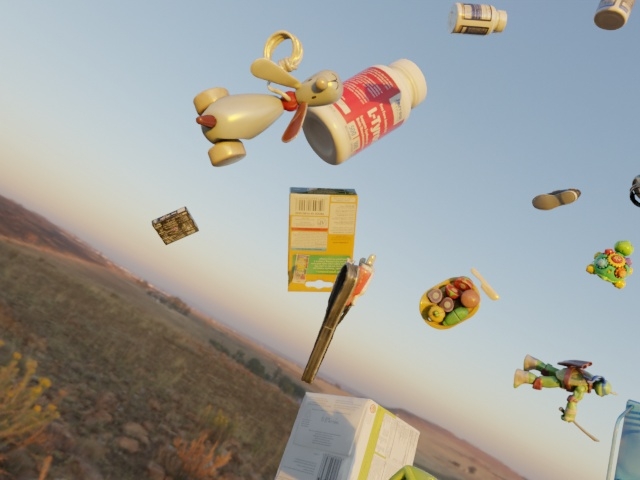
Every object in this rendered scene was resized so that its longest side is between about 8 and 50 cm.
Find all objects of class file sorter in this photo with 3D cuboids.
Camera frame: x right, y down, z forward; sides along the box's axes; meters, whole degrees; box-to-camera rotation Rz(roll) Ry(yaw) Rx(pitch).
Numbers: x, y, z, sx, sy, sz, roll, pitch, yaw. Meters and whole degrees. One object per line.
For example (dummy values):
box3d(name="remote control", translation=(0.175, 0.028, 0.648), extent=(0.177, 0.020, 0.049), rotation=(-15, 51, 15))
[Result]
box3d(name="file sorter", translation=(0.448, 0.286, 0.579), extent=(0.170, 0.118, 0.105), rotation=(10, 4, 42))

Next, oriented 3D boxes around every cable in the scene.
box3d(name="cable", translation=(0.041, 0.152, 0.945), extent=(0.072, 0.286, 0.139), rotation=(19, -8, 0))

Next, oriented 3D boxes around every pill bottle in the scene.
box3d(name="pill bottle", translation=(0.754, -0.611, 1.220), extent=(0.078, 0.137, 0.078), rotation=(27, -8, 4))
box3d(name="pill bottle", translation=(0.360, -0.506, 1.109), extent=(0.120, 0.066, 0.067), rotation=(1, -11, -8))
box3d(name="pill bottle", translation=(0.153, -0.446, 1.634), extent=(0.229, 0.408, 0.229), rotation=(48, -19, 22))

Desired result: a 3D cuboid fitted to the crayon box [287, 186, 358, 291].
box3d(name="crayon box", translation=(0.000, 0.000, 1.500), extent=(0.203, 0.322, 0.083), rotation=(1, 21, -5))

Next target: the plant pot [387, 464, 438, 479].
box3d(name="plant pot", translation=(0.218, 0.629, 0.966), extent=(0.207, 0.228, 0.227), rotation=(25, 22, -23))

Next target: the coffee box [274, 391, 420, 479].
box3d(name="coffee box", translation=(0.107, 0.790, 1.774), extent=(0.338, 0.337, 0.334), rotation=(-11, -41, 45))

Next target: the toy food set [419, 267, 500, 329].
box3d(name="toy food set", translation=(0.384, 0.165, 1.365), extent=(0.128, 0.218, 0.071), rotation=(60, 4, 16))

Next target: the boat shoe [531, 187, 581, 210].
box3d(name="boat shoe", translation=(0.619, -0.111, 1.269), extent=(0.125, 0.038, 0.046), rotation=(-19, -86, 59))

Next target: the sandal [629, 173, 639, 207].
box3d(name="sandal", translation=(0.849, -0.113, 1.264), extent=(0.060, 0.219, 0.089), rotation=(-20, -73, 24))

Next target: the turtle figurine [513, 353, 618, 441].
box3d(name="turtle figurine", translation=(0.779, 0.489, 1.550), extent=(0.267, 0.197, 0.274), rotation=(11, -27, 41))

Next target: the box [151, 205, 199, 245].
box3d(name="box", translation=(-0.324, -0.032, 1.082), extent=(0.018, 0.083, 0.067), rotation=(-119, -174, -47))

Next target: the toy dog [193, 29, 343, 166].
box3d(name="toy dog", translation=(-0.131, -0.283, 1.006), extent=(0.220, 0.334, 0.161), rotation=(50, 10, 0))

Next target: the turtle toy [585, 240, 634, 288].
box3d(name="turtle toy", translation=(0.740, 0.053, 1.215), extent=(0.095, 0.130, 0.066), rotation=(33, -27, 26))
